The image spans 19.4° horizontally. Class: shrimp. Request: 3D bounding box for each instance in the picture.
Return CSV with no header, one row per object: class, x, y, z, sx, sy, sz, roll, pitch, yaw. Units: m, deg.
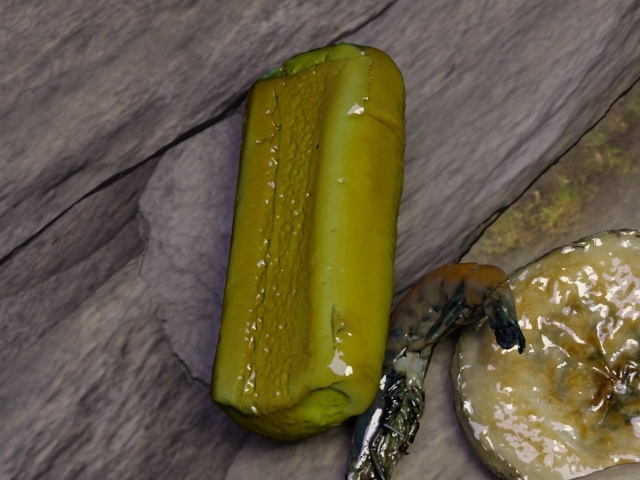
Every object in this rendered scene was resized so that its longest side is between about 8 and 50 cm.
shrimp,0.092,0.132,1.575,0.198,0.051,0.262,-15,49,60

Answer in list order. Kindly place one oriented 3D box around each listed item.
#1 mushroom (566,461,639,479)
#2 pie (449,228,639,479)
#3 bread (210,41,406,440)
mushroom,0.293,0.315,1.407,0.397,0.224,0.314,-7,95,30
pie,0.246,0.110,1.599,0.274,0.055,0.274,-6,61,11
bread,0.000,0.000,1.685,0.166,0.112,0.383,-14,56,31
